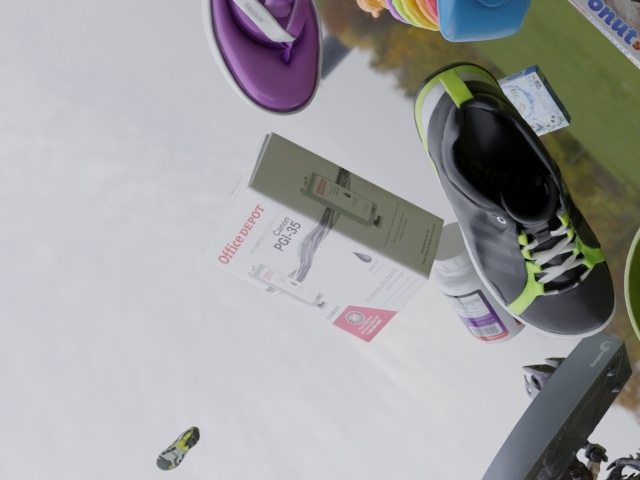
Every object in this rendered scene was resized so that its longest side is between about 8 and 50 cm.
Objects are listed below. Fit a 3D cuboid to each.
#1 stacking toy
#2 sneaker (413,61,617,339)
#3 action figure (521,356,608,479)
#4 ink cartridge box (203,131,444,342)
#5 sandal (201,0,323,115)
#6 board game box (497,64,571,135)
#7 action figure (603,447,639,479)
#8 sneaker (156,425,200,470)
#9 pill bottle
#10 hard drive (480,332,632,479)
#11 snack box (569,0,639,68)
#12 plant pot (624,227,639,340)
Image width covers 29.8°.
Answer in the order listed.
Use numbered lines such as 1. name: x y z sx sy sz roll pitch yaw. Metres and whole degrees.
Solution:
1. stacking toy: 0.153 -0.374 1.782 0.166 0.175 0.302 -13 -170 -33
2. sneaker: 0.132 -0.014 0.810 0.234 0.084 0.097 54 -175 -20
3. action figure: 0.424 0.353 2.116 0.185 0.285 0.099 -8 -179 -33
4. ink cartridge box: 0.000 0.000 1.710 0.283 0.207 0.117 27 -129 -9
5. sandal: -0.079 -0.368 1.625 0.102 0.169 0.416 -150 49 -66
6. board game box: 0.258 -0.171 1.531 0.090 0.090 0.020 51 -142 -26
7. action figure: 0.502 0.360 1.758 0.164 0.275 0.141 44 174 -23
8. sneaker: -0.201 0.299 1.727 0.031 0.083 0.035 48 -171 -2
9. pill bottle: 0.241 0.064 1.860 0.193 0.108 0.108 54 -176 -35
10. hard drive: 0.290 0.234 1.480 0.054 0.254 0.172 34 173 26
11. snack box: 0.389 -0.272 1.505 0.178 0.064 0.022 44 -179 1
12. plant pot: 0.507 0.008 1.299 0.275 0.275 0.293 46 -142 6
